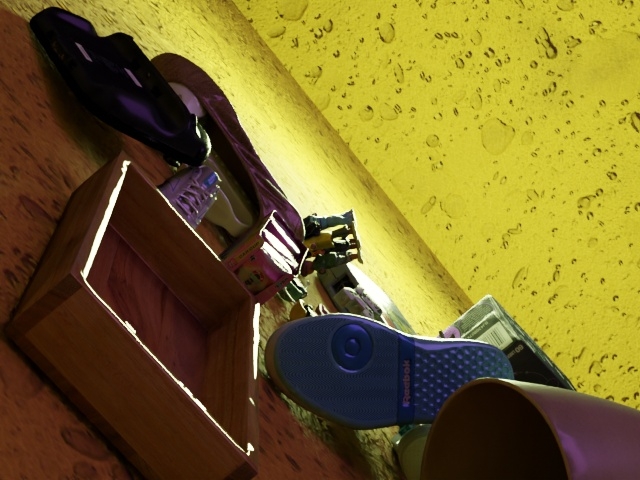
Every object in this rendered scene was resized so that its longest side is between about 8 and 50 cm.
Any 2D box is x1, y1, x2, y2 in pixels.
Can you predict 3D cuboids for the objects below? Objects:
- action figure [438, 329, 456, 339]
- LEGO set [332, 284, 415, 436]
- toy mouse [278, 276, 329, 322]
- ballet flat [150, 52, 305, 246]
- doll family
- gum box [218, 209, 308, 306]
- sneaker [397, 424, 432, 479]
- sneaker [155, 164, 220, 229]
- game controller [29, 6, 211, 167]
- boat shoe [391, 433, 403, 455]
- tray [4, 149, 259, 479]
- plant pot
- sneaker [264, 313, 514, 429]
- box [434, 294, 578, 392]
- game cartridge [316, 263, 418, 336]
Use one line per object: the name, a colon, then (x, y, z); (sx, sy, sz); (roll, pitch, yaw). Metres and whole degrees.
action figure: (0.178, 0.241, 2.062); (0.185, 0.099, 0.285); (59, 10, -33)
LEGO set: (0.091, 0.158, 1.954); (0.227, 0.087, 0.093); (48, 24, 3)
toy mouse: (-0.018, 0.089, 1.982); (0.161, 0.031, 0.143); (47, 9, -25)
ballet flat: (-0.150, -0.107, 1.963); (0.124, 0.116, 0.342); (-7, 59, -57)
doll family: (0.000, 0.000, 2.262); (0.193, 0.111, 0.076); (-82, 159, -81)
gum box: (-0.079, 0.035, 1.640); (0.062, 0.107, 0.188); (50, 9, -5)
sneaker: (0.188, 0.336, 1.792); (0.292, 0.110, 0.118); (52, 17, 13)
sneaker: (-0.150, -0.047, 1.711); (0.071, 0.083, 0.190); (50, 10, -15)
game controller: (-0.236, -0.181, 1.790); (0.166, 0.067, 0.319); (17, 18, -31)
boat shoe: (0.110, 0.265, 1.917); (0.100, 0.035, 0.035); (-117, -165, -78)
tray: (-0.143, 0.063, 1.307); (0.203, 0.076, 0.411); (48, 8, -13)
plant pot: (0.293, 0.274, 1.679); (0.274, 0.256, 0.256); (2, 38, -31)
sneaker: (0.040, 0.157, 1.775); (0.319, 0.127, 0.208); (14, -11, -30)
box: (0.314, 0.250, 2.574); (0.270, 0.165, 0.143); (45, 10, -33)
game cartridge: (0.108, 0.155, 2.300); (0.196, 0.060, 0.294); (46, 9, -51)
